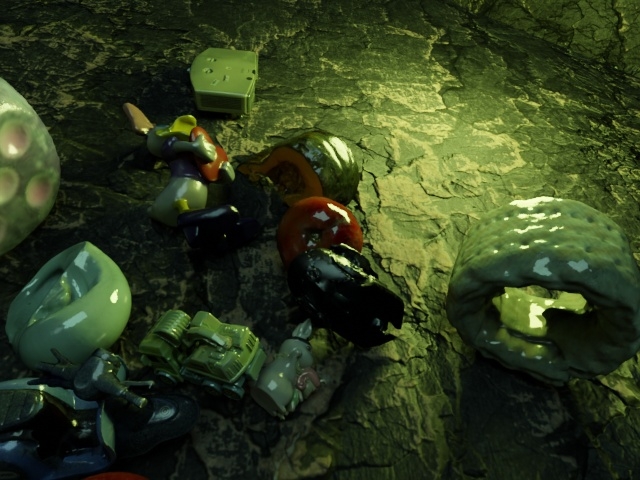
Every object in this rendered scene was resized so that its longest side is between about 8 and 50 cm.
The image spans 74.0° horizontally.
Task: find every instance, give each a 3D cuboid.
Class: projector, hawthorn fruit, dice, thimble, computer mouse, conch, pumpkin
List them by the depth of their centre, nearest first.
[{"bbox_3d":[-0.389,0.105,0.660,0.184,0.121,0.221,-7,43,-12],"label":"conch"},{"bbox_3d":[0.046,0.102,0.712,0.241,0.147,0.078,34,12,-19],"label":"computer mouse"},{"bbox_3d":[-0.655,-0.132,0.723,0.269,0.272,0.270,18,48,6],"label":"dice"},{"bbox_3d":[0.378,0.088,0.726,0.291,0.292,0.195,22,47,10],"label":"thimble"},{"bbox_3d":[0.000,0.000,0.794,0.172,0.173,0.173,5,47,-6],"label":"hawthorn fruit"},{"bbox_3d":[-0.044,-0.140,0.976,0.139,0.190,0.280,-37,20,-35],"label":"pumpkin"},{"bbox_3d":[-0.280,-0.453,1.210,0.193,0.088,0.270,4,47,-6],"label":"projector"}]

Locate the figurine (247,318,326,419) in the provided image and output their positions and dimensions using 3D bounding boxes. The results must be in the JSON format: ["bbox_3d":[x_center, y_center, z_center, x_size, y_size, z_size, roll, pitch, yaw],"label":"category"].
[{"bbox_3d":[-0.043,0.207,0.680,0.146,0.081,0.098,-42,110,-42],"label":"figurine"}]

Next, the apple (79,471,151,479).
[{"bbox_3d":[-0.231,0.341,0.446,0.180,0.169,0.181,5,42,-5],"label":"apple"}]

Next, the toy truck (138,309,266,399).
[{"bbox_3d":[-0.179,0.157,0.621,0.191,0.116,0.085,1,42,28],"label":"toy truck"}]

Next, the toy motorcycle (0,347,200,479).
[{"bbox_3d":[-0.332,0.214,0.508,0.357,0.213,0.125,-2,48,-12],"label":"toy motorcycle"}]

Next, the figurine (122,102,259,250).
[{"bbox_3d":[-0.288,-0.140,0.893,0.193,0.154,0.421,-30,61,9],"label":"figurine"}]
